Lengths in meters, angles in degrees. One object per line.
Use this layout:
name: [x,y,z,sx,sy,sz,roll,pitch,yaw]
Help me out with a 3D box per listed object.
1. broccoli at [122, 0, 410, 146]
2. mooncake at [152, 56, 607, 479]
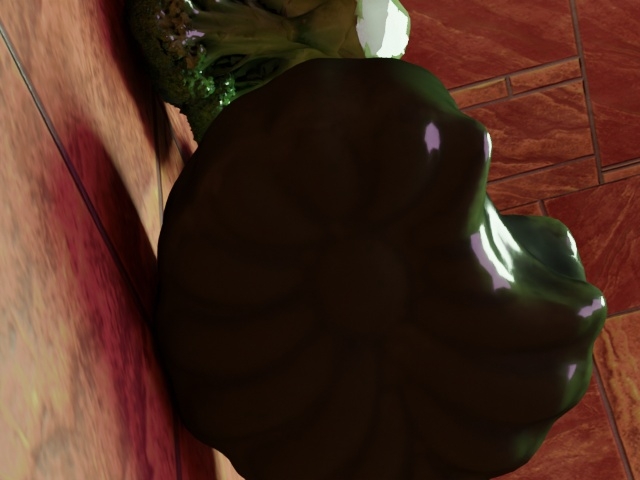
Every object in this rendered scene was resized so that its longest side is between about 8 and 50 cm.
broccoli: [-0.050,-0.190,1.414,0.270,0.270,0.269,-12,105,-50]
mooncake: [0.032,0.041,1.198,0.187,0.351,0.351,-90,165,-64]
